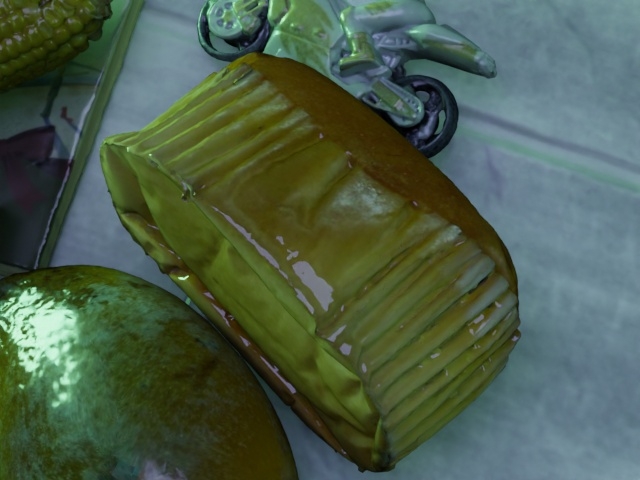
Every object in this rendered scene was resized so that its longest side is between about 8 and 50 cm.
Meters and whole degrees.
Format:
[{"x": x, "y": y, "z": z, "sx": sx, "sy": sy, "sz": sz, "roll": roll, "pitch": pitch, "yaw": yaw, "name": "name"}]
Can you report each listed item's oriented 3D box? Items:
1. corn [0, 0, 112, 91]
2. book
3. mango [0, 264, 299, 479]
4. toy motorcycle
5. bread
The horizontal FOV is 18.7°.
[{"x": -0.263, "y": -0.141, "z": 1.400, "sx": 0.261, "sy": 0.097, "sz": 0.097, "roll": -24, "pitch": 70, "yaw": 9, "name": "corn"}, {"x": -0.250, "y": -0.124, "z": 1.456, "sx": 0.201, "sy": 0.026, "sz": 0.289, "roll": 13, "pitch": 77, "yaw": 16, "name": "book"}, {"x": -0.135, "y": 0.129, "z": 1.301, "sx": 0.193, "sy": 0.146, "sz": 0.316, "roll": -45, "pitch": 55, "yaw": 3, "name": "mango"}, {"x": 0.022, "y": -0.154, "z": 1.391, "sx": 0.228, "sy": 0.074, "sz": 0.151, "roll": 30, "pitch": 86, "yaw": 27, "name": "toy motorcycle"}, {"x": 0.000, "y": 0.000, "z": 1.272, "sx": 0.156, "sy": 0.204, "sz": 0.288, "roll": -41, "pitch": 68, "yaw": -20, "name": "bread"}]
